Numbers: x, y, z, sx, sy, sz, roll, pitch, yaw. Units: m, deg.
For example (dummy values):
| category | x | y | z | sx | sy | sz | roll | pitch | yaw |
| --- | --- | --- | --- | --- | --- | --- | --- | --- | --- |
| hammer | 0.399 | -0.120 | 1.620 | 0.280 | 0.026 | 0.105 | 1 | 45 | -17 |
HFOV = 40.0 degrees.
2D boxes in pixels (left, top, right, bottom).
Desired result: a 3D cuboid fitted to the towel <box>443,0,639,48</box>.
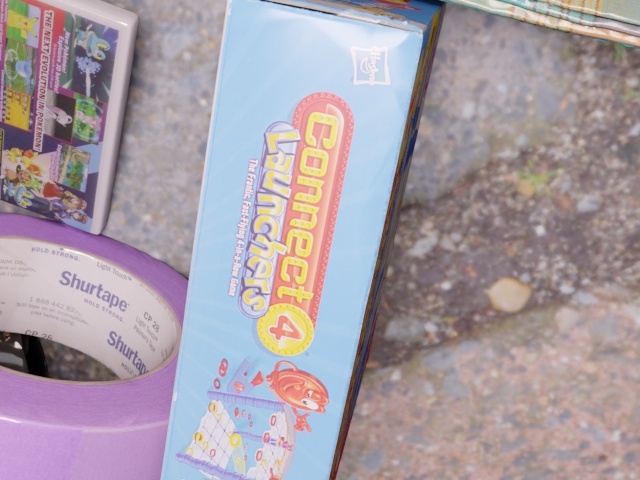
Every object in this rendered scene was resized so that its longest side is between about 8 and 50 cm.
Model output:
| category | x | y | z | sx | sy | sz | roll | pitch | yaw |
| --- | --- | --- | --- | --- | --- | --- | --- | --- | --- |
| towel | 0.132 | -0.262 | 0.531 | 0.370 | 0.040 | 0.272 | 15 | 82 | 7 |

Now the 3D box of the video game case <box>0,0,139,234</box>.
| category | x | y | z | sx | sy | sz | roll | pitch | yaw |
| --- | --- | --- | --- | --- | --- | --- | --- | --- | --- |
| video game case | -0.238 | -0.112 | 0.665 | 0.183 | 0.023 | 0.201 | 20 | 129 | -1 |

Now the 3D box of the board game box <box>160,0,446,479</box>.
| category | x | y | z | sx | sy | sz | roll | pitch | yaw |
| --- | --- | --- | --- | --- | --- | --- | --- | --- | --- |
| board game box | 0.000 | 0.000 | 0.550 | 0.086 | 0.302 | 0.308 | 13 | 110 | 6 |

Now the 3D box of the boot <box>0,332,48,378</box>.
| category | x | y | z | sx | sy | sz | roll | pitch | yaw |
| --- | --- | --- | --- | --- | --- | --- | --- | --- | --- |
| boot | -0.321 | 0.063 | 0.756 | 0.137 | 0.077 | 0.198 | -13 | 118 | 9 |

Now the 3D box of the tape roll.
| category | x | y | z | sx | sy | sz | roll | pitch | yaw |
| --- | --- | --- | --- | --- | --- | --- | --- | --- | --- |
| tape roll | -0.202 | 0.081 | 0.625 | 0.274 | 0.275 | 0.090 | 23 | 109 | 2 |
